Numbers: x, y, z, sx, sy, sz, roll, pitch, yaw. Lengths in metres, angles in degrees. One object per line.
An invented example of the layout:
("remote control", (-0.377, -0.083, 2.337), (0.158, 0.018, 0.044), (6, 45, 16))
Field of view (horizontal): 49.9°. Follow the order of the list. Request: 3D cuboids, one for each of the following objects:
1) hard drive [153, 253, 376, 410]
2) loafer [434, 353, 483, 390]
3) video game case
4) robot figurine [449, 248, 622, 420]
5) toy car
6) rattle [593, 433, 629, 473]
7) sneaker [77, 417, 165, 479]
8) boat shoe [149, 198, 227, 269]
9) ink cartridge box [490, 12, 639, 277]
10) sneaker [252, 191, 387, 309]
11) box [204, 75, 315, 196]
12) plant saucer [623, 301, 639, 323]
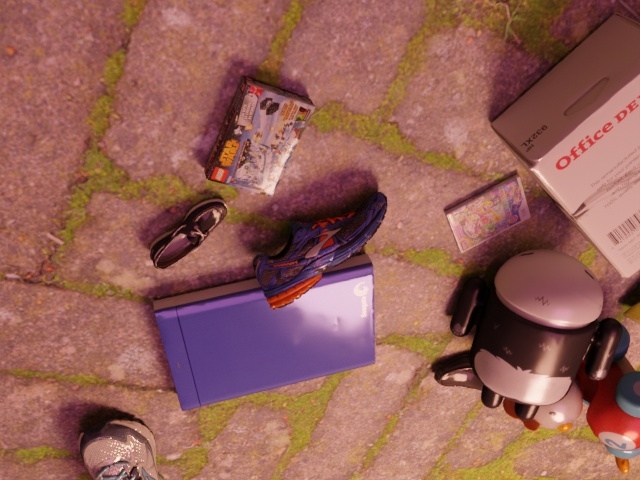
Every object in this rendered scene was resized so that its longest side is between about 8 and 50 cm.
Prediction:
("hard drive", (-0.073, 0.143, 1.048), (0.319, 0.040, 0.210), (-12, 127, -10))
("loafer", (0.288, 0.241, 1.228), (0.170, 0.061, 0.062), (-5, 127, -14))
("video game case", (0.255, -0.039, 1.046), (0.122, 0.011, 0.087), (-28, 128, 2))
("robot figurine", (0.341, 0.148, 1.105), (0.209, 0.173, 0.278), (-1, 118, -21))
("toy car", (0.453, 0.294, 1.237), (0.238, 0.210, 0.219), (-17, 140, 1))
("rattle", (0.684, 0.395, 1.432), (0.200, 0.143, 0.130), (3, 105, -13))
("sneaker", (-0.302, 0.399, 1.104), (0.110, 0.122, 0.283), (-19, 129, -6))
("boat shoe", (-0.173, -0.007, 0.906), (0.125, 0.038, 0.046), (-33, 128, 6))
("ink cartridge box", (0.422, -0.123, 0.966), (0.223, 0.129, 0.307), (-43, 127, 14))
("sneaker", (0.000, 0.000, 0.944), (0.221, 0.083, 0.087), (-38, 93, -6))
("box", (-0.078, -0.127, 0.859), (0.094, 0.027, 0.137), (14, 119, -28))
("plant saucer", (0.676, 0.111, 1.233), (0.188, 0.045, 0.188), (12, 135, -34))
